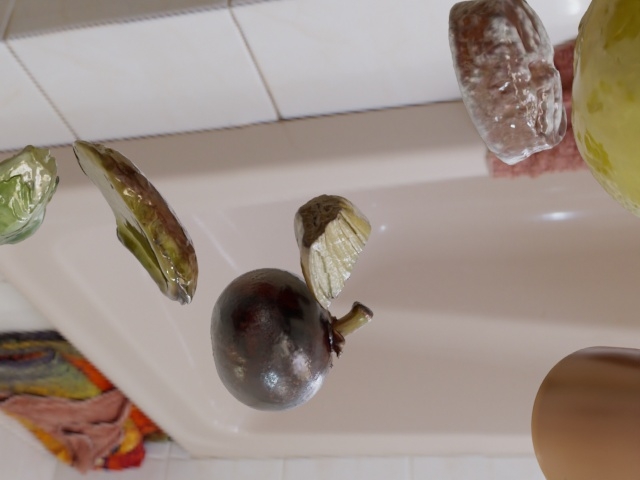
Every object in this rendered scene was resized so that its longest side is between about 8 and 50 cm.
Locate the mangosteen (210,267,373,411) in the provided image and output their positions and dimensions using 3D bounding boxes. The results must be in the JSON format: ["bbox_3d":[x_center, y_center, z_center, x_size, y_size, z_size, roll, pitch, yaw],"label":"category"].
[{"bbox_3d":[-0.042,0.153,1.445,0.262,0.235,0.235,-10,146,4],"label":"mangosteen"}]

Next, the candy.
[{"bbox_3d":[0.318,-0.276,1.508,0.157,0.214,0.289,-15,103,37],"label":"candy"}]

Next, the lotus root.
[{"bbox_3d":[0.001,-0.001,1.337,0.095,0.159,0.135,18,153,29],"label":"lotus root"}]

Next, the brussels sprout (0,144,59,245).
[{"bbox_3d":[-0.401,-0.047,1.137,0.181,0.100,0.139,-25,-177,23],"label":"brussels sprout"}]

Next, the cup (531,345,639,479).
[{"bbox_3d":[0.354,0.173,0.884,0.182,0.226,0.264,52,161,-2],"label":"cup"}]

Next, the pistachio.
[{"bbox_3d":[-0.155,-0.022,0.797,0.172,0.049,0.089,58,154,-2],"label":"pistachio"}]

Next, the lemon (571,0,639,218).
[{"bbox_3d":[0.401,-0.148,0.826,0.348,0.347,0.348,3,148,2],"label":"lemon"}]
